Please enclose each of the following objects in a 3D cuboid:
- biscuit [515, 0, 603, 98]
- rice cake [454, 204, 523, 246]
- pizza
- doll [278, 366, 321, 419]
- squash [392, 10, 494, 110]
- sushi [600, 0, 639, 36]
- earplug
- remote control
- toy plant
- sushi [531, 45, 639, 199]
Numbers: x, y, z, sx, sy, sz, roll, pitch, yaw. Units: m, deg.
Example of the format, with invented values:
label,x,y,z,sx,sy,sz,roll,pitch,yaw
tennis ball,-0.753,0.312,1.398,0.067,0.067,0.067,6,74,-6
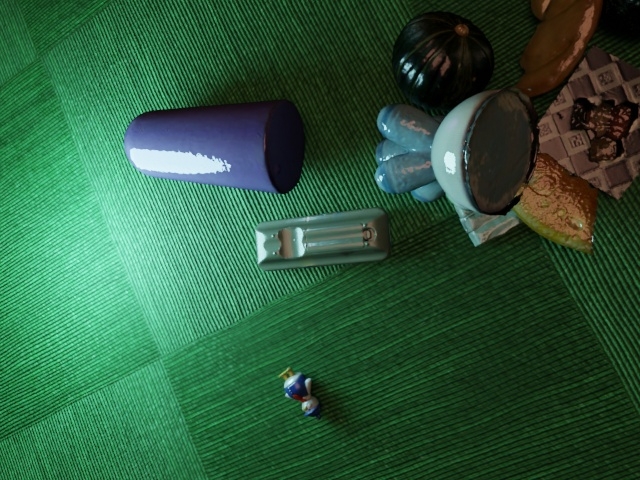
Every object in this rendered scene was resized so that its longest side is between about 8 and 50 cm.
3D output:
label,x,y,z,sx,sy,sz,roll,pitch,yaw
biscuit,0.493,-0.451,0.918,0.154,0.045,0.300,8,92,54
rice cake,0.406,-0.084,0.969,0.210,0.038,0.124,-26,81,13
pizza,0.461,-0.087,0.903,0.271,0.056,0.134,42,102,18
doll,-0.044,0.374,1.080,0.098,0.057,0.143,-40,84,33
squash,0.258,-0.379,0.947,0.218,0.218,0.173,37,137,14
sushi,0.721,-0.498,0.822,0.349,0.171,0.211,-4,89,15
earplug,-0.279,-0.234,1.097,0.454,0.215,0.216,6,90,20
remote control,0.000,0.000,1.071,0.334,0.065,0.128,-7,88,16
toy plant,0.236,-0.181,0.912,0.332,0.247,0.248,16,93,51
sushi,0.582,-0.239,0.920,0.219,0.047,0.232,35,102,10
